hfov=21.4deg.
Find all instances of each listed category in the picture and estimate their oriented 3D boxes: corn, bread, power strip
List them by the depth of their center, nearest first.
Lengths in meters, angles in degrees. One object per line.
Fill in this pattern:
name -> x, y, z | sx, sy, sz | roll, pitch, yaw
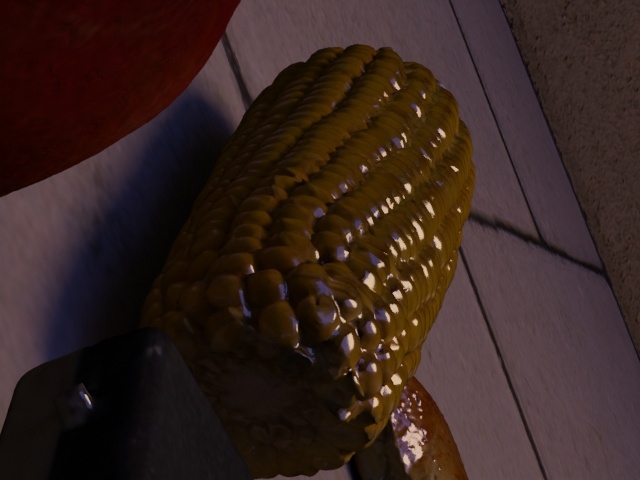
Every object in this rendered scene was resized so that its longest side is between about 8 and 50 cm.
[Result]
power strip -> -0.037, 0.152, 0.599 | 0.105, 0.070, 0.257 | -91, 159, -61
corn -> 0.000, 0.000, 0.853 | 0.144, 0.144, 0.387 | 63, 21, -16
bread -> 0.063, 0.144, 1.024 | 0.136, 0.054, 0.154 | 46, 28, -61

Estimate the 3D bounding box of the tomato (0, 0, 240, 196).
tomato -> -0.090, -0.113, 0.519 | 0.200, 0.139, 0.233 | 80, 30, -45
